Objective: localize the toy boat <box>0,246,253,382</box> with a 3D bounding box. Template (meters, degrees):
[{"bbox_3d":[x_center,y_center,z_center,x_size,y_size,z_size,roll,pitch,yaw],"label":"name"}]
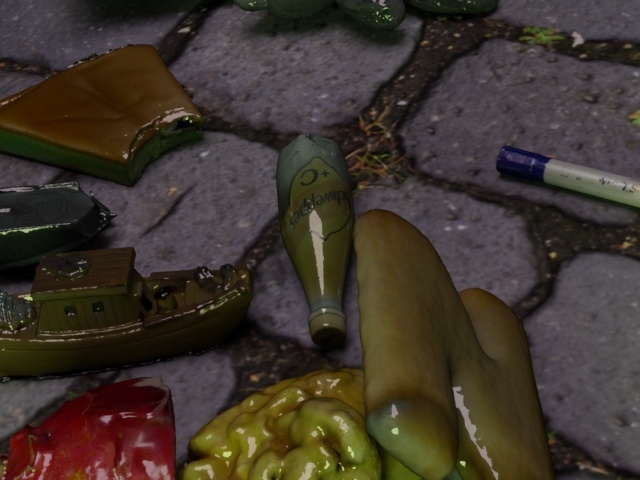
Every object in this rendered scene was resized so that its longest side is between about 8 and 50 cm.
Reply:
[{"bbox_3d":[-0.227,0.066,1.619,0.321,0.121,0.089,-8,36,8],"label":"toy boat"}]

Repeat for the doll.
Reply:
[{"bbox_3d":[0.064,-0.379,1.999,0.340,0.158,0.246,5,57,17],"label":"doll"}]

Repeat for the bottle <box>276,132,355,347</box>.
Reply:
[{"bbox_3d":[0.000,0.000,1.657,0.083,0.083,0.270,-11,48,4],"label":"bottle"}]

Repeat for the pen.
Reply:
[{"bbox_3d":[0.312,-0.057,1.668,0.269,0.033,0.033,18,50,30],"label":"pen"}]

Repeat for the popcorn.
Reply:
[{"bbox_3d":[-0.010,0.196,1.347,0.226,0.203,0.200,11,64,-2],"label":"popcorn"}]

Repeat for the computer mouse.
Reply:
[{"bbox_3d":[-0.347,-0.008,1.774,0.231,0.071,0.126,-7,26,-6],"label":"computer mouse"}]

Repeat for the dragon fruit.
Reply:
[{"bbox_3d":[-0.196,0.202,1.377,0.189,0.163,0.262,-58,13,4],"label":"dragon fruit"}]

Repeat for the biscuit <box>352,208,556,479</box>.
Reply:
[{"bbox_3d":[0.122,0.119,1.391,0.062,0.237,0.291,-36,32,24],"label":"biscuit"}]

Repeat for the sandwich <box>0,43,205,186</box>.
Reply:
[{"bbox_3d":[-0.281,-0.138,1.901,0.245,0.063,0.212,-26,44,-11],"label":"sandwich"}]
